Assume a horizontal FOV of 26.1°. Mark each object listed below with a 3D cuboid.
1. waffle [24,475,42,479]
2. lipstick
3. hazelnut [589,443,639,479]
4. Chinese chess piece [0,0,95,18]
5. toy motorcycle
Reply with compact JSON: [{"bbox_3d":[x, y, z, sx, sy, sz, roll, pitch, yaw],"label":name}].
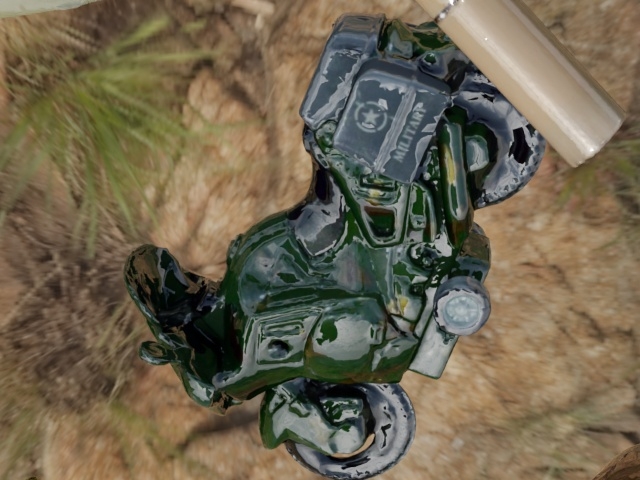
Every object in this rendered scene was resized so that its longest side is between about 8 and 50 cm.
[{"bbox_3d":[-0.372,0.193,1.044,0.293,0.259,0.069,15,100,32],"label":"waffle"},{"bbox_3d":[0.033,-0.057,0.316,0.019,0.019,0.094,-43,93,-5],"label":"lipstick"},{"bbox_3d":[0.289,0.270,1.175,0.251,0.217,0.217,-37,92,24],"label":"hazelnut"},{"bbox_3d":[-0.166,-0.200,0.779,0.250,0.251,0.097,-12,114,-5],"label":"Chinese chess piece"},{"bbox_3d":[0.000,0.000,0.735,0.187,0.125,0.275,21,114,-5],"label":"toy motorcycle"}]
